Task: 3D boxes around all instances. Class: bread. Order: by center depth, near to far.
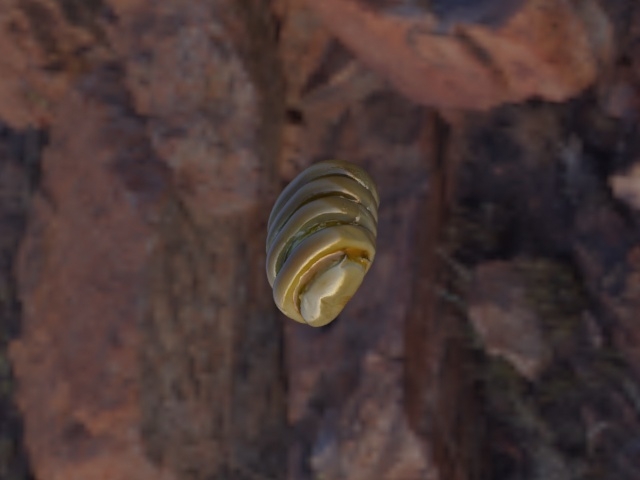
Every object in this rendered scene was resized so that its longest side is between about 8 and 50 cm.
[{"bbox_3d":[0.000,0.000,1.742,0.119,0.084,0.177,-51,18,24],"label":"bread"}]
